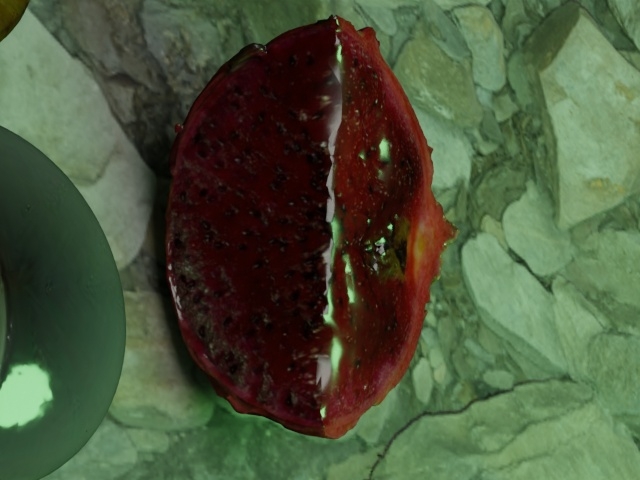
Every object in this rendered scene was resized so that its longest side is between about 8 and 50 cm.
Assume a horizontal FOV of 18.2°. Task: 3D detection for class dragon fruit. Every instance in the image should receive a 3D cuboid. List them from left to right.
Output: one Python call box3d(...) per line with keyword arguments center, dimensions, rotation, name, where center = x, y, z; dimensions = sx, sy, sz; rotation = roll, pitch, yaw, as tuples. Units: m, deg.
box3d(center=(0.000, 0.000, 1.321), dimensions=(0.211, 0.134, 0.262), rotation=(12, 80, -54), name="dragon fruit")

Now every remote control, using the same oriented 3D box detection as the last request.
box3d(center=(-0.241, 0.036, 1.073), dimensions=(0.332, 0.103, 0.221), rotation=(-5, 79, -47), name="remote control")

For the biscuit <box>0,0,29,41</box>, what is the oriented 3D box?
box3d(center=(-0.277, -0.241, 1.138), dimensions=(0.318, 0.040, 0.318), rotation=(45, 28, -33), name="biscuit")
